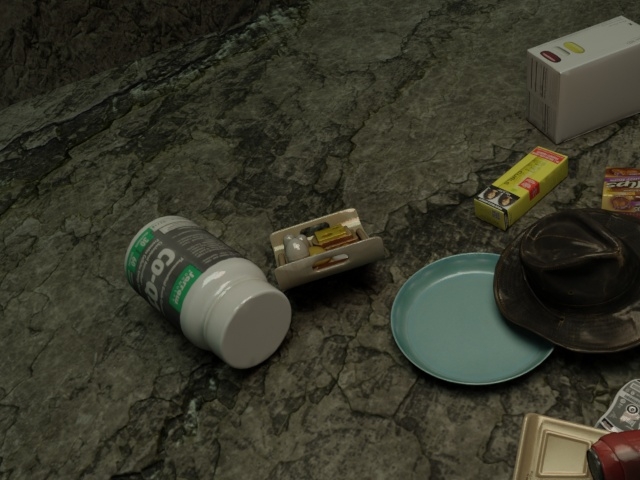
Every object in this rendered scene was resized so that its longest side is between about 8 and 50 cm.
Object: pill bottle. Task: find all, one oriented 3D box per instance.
[{"bbox_3d":[-0.237,0.101,1.307,0.204,0.204,0.361,-40,46,-23],"label":"pill bottle"}]

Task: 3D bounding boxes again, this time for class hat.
[{"bbox_3d":[0.456,0.029,1.103,0.331,0.134,0.331,-17,44,17],"label":"hat"}]

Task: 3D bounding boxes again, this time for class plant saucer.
[{"bbox_3d":[0.294,0.150,1.200,0.317,0.044,0.318,-9,42,8],"label":"plant saucer"}]

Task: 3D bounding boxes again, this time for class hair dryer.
[{"bbox_3d":[0.451,0.362,0.841,0.223,0.080,0.294,39,85,11],"label":"hair dryer"}]

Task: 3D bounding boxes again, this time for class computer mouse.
[{"bbox_3d":[0.472,0.299,0.982,0.193,0.042,0.106,-41,42,-16],"label":"computer mouse"}]

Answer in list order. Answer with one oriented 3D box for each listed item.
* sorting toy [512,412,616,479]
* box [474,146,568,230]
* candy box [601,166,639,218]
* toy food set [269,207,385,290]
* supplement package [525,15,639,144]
[{"bbox_3d":[0.386,0.368,0.908,0.208,0.038,0.193,10,68,22],"label":"sorting toy"},{"bbox_3d":[0.457,-0.121,1.423,0.232,0.058,0.087,-36,44,-20],"label":"box"},{"bbox_3d":[0.644,-0.100,1.300,0.109,0.053,0.187,5,27,24],"label":"candy box"},{"bbox_3d":[0.000,0.000,1.355,0.219,0.093,0.306,-18,16,-2],"label":"toy food set"},{"bbox_3d":[0.659,-0.393,1.539,0.261,0.204,0.145,-21,42,-5],"label":"supplement package"}]
